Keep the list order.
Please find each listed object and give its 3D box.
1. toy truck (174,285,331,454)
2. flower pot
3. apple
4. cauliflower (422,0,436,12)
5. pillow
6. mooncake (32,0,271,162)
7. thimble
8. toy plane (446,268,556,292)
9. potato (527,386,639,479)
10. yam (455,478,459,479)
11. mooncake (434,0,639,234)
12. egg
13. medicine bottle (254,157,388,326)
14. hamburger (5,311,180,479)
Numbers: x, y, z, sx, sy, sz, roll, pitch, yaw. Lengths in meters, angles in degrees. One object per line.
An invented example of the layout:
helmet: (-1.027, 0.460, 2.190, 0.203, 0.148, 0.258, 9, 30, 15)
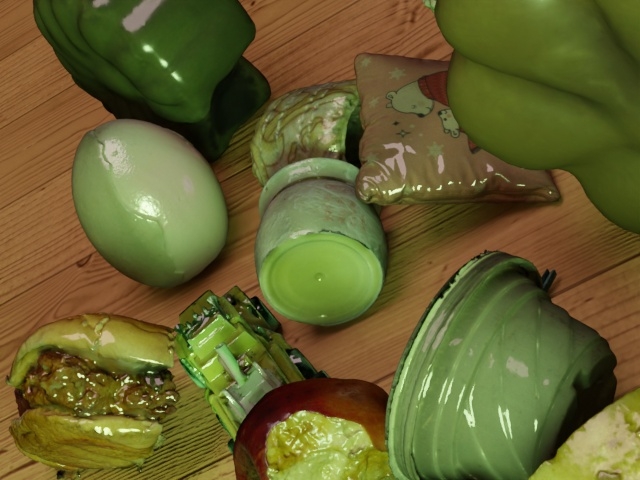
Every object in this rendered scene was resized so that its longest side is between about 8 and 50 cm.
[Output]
toy truck: (-0.088, 0.127, 1.584, 0.128, 0.135, 0.259, -40, 31, -1)
flower pot: (0.171, 0.135, 1.286, 0.141, 0.235, 0.235, 24, 66, 27)
apple: (0.001, 0.204, 1.400, 0.158, 0.156, 0.147, -18, 29, -19)
cauliflower: (0.251, -0.345, 1.773, 0.315, 0.239, 0.256, -46, 4, -39)
pillow: (0.148, -0.125, 1.640, 0.223, 0.084, 0.236, 1, 48, -2)
mooncake: (-0.232, -0.266, 1.969, 0.187, 0.351, 0.351, -47, 35, -11)
thimble: (0.019, -0.125, 1.771, 0.144, 0.137, 0.190, -6, 32, 43)
toy plane: (0.145, 0.108, 1.457, 0.096, 0.060, 0.235, 17, 58, 36)
potato: (0.273, 0.218, 1.121, 0.204, 0.178, 0.158, -26, 48, -18)
yam: (0.062, 0.324, 1.230, 0.280, 0.131, 0.131, -38, 34, 8)
mooncake: (0.335, -0.181, 1.271, 0.467, 0.467, 0.262, 1, 56, 45)
egg: (-0.222, -0.055, 1.845, 0.183, 0.217, 0.183, -27, 33, 19)
medicine bottle: (0.000, 0.000, 1.631, 0.147, 0.147, 0.143, -27, 34, 18)
hamburger: (-0.260, 0.171, 1.634, 0.282, 0.245, 0.155, -2, 68, 24)
